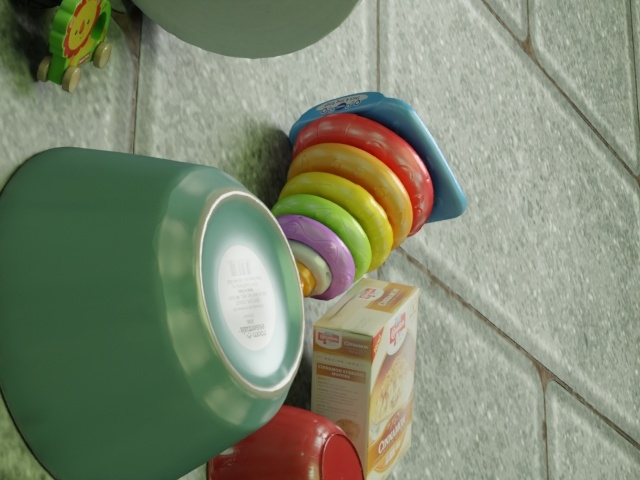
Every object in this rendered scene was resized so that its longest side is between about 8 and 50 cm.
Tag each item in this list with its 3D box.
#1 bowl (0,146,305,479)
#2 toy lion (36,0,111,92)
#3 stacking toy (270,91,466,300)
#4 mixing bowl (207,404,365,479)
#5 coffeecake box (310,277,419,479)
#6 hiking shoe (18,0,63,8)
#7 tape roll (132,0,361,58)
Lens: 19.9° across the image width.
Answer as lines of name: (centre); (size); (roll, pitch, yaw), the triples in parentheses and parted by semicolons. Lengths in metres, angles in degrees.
bowl: (-0.125, 0.057, 1.535); (0.311, 0.163, 0.312); (36, 48, -52)
toy lion: (-0.205, -0.182, 1.564); (0.100, 0.034, 0.096); (-51, 163, -59)
stacking toy: (0.000, 0.000, 1.857); (0.166, 0.175, 0.302); (57, 47, -24)
mixing bowl: (-0.020, 0.232, 1.737); (0.181, 0.098, 0.181); (36, 47, -52)
coffeecake box: (0.044, 0.151, 1.867); (0.142, 0.068, 0.185); (-41, 136, -61)
hiking shoe: (-0.238, -0.312, 1.579); (0.114, 0.086, 0.227); (-16, 103, -72)
tape roll: (-0.066, -0.316, 1.675); (0.286, 0.286, 0.100); (67, 28, -20)
